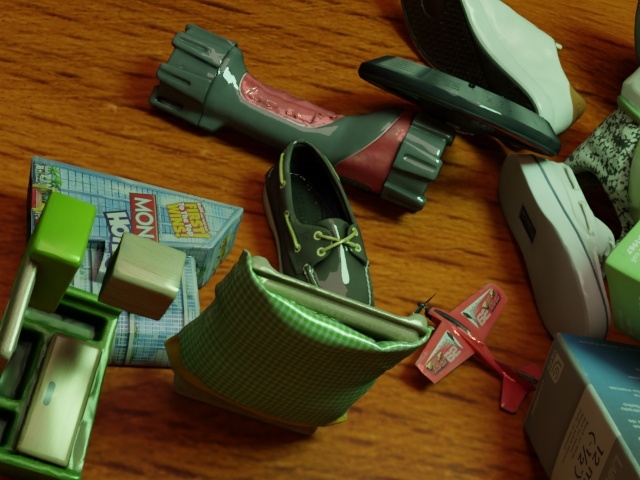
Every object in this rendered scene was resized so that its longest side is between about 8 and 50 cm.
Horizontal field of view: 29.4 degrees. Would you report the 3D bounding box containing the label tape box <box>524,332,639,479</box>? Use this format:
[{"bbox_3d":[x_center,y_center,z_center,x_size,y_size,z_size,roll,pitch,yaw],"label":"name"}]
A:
[{"bbox_3d":[0.332,0.219,0.965,0.249,0.115,0.347,11,25,-12],"label":"label tape box"}]

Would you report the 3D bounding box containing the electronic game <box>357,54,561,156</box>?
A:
[{"bbox_3d":[0.147,-0.139,1.291,0.229,0.048,0.229,23,5,-2],"label":"electronic game"}]

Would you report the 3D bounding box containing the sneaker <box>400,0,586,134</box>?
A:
[{"bbox_3d":[0.203,-0.235,1.453,0.123,0.106,0.290,-19,67,-37],"label":"sneaker"}]

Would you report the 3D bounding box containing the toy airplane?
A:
[{"bbox_3d":[0.152,0.103,1.147,0.151,0.028,0.151,10,46,-11],"label":"toy airplane"}]

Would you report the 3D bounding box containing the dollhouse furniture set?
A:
[{"bbox_3d":[-0.096,0.112,0.913,0.302,0.197,0.151,20,59,-15],"label":"dollhouse furniture set"}]

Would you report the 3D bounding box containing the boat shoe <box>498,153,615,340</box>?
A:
[{"bbox_3d":[0.256,0.004,1.236,0.084,0.095,0.258,1,48,-14],"label":"boat shoe"}]

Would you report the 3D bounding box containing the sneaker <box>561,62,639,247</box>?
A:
[{"bbox_3d":[0.381,0.004,1.249,0.158,0.182,0.410,34,23,-42],"label":"sneaker"}]

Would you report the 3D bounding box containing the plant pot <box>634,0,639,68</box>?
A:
[{"bbox_3d":[0.500,-0.205,1.429,0.293,0.293,0.196,20,70,-2],"label":"plant pot"}]

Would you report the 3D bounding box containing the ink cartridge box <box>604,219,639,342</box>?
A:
[{"bbox_3d":[0.436,0.060,0.980,0.353,0.119,0.207,33,70,34],"label":"ink cartridge box"}]

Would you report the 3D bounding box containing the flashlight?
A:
[{"bbox_3d":[-0.015,-0.133,1.260,0.304,0.103,0.103,26,38,4],"label":"flashlight"}]

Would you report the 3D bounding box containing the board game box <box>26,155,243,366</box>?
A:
[{"bbox_3d":[-0.162,0.018,1.087,0.194,0.060,0.194,3,46,-17],"label":"board game box"}]

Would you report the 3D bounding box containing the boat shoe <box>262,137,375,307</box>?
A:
[{"bbox_3d":[0.000,0.000,1.160,0.081,0.068,0.227,-4,49,-24],"label":"boat shoe"}]
